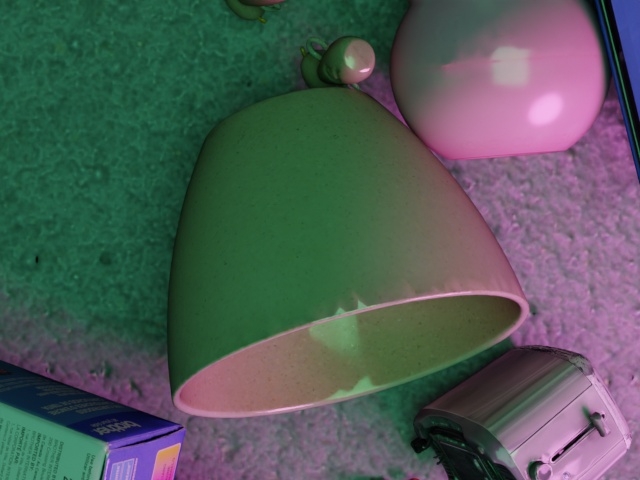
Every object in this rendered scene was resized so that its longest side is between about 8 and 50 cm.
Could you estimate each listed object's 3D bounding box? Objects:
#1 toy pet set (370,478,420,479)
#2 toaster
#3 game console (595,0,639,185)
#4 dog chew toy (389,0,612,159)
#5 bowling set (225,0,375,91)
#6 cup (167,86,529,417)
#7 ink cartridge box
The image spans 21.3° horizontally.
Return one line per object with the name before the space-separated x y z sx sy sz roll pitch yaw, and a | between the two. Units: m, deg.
toy pet set | 0.046 0.306 1.730 0.114 0.065 0.122 -16 105 -37
toaster | 0.194 0.185 1.648 0.146 0.227 0.129 -34 101 -16
game console | 0.365 -0.205 1.601 0.250 0.173 0.293 -16 100 -5
dog chew toy | 0.160 -0.243 1.580 0.206 0.206 0.332 -5 91 -4
bowling set | -0.012 -0.285 1.598 0.200 0.154 0.287 -43 99 -16
cup | 0.000 0.000 1.563 0.331 0.331 0.237 -14 74 -2
ink cartridge box | -0.294 0.260 1.554 0.395 0.151 0.270 18 99 24
